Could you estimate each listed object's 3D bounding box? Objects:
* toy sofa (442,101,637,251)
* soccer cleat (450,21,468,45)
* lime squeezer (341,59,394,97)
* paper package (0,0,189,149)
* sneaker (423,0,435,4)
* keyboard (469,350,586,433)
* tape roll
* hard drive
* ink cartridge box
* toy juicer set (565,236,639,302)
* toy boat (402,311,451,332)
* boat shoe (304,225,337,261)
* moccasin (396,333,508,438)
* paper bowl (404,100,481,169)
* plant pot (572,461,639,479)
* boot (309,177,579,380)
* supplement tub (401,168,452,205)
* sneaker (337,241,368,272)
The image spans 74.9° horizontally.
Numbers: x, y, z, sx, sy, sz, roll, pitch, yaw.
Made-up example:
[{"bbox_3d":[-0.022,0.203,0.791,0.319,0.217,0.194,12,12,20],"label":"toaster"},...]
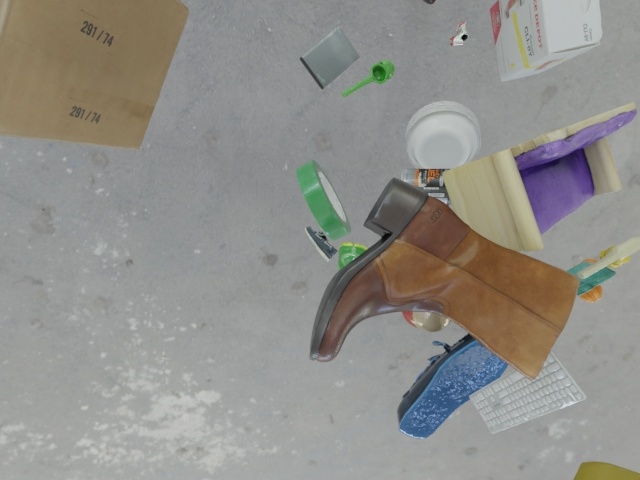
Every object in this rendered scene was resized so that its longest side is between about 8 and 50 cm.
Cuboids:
[{"bbox_3d":[0.388,-0.104,0.686,0.362,0.177,0.150,-23,95,-36],"label":"toy sofa"},{"bbox_3d":[0.339,-0.492,0.997,0.083,0.035,0.029,-56,147,-24],"label":"soccer cleat"},{"bbox_3d":[0.152,-0.476,1.198,0.109,0.310,0.059,-4,117,25],"label":"lime squeezer"},{"bbox_3d":[-0.414,-0.318,0.666,0.168,0.325,0.310,32,107,10],"label":"paper package"},{"bbox_3d":[0.254,-0.646,0.942,0.106,0.281,0.163,-33,85,9],"label":"sneaker"},{"bbox_3d":[0.311,0.247,0.659,0.014,0.072,0.256,-23,153,-23],"label":"keyboard"},{"bbox_3d":[0.015,-0.157,1.636,0.077,0.321,0.321,-27,123,12],"label":"tape roll"},{"bbox_3d":[0.024,-0.467,1.068,0.135,0.022,0.094,-44,109,-12],"label":"hard drive"},{"bbox_3d":[0.721,-0.718,1.376,0.160,0.385,0.279,-11,99,4],"label":"ink cartridge box"},{"bbox_3d":[0.646,0.083,0.969,0.209,0.090,0.329,-29,162,2],"label":"toy juicer set"},{"bbox_3d":[0.252,0.106,0.977,0.231,0.151,0.151,-28,124,-44],"label":"toy boat"},{"bbox_3d":[0.000,0.000,2.006,0.079,0.254,0.095,-39,129,1],"label":"boat shoe"},{"bbox_3d":[0.275,0.295,0.934,0.137,0.117,0.342,36,112,-11],"label":"moccasin"},{"bbox_3d":[0.466,-0.374,1.604,0.284,0.148,0.284,8,134,8],"label":"paper bowl"},{"bbox_3d":[0.423,0.379,0.615,0.081,0.083,0.082,-43,118,-24],"label":"plant pot"},{"bbox_3d":[0.151,0.096,0.541,0.280,0.096,0.264,31,84,-2],"label":"boot"},{"bbox_3d":[0.350,-0.167,1.306,0.190,0.117,0.117,2,124,15],"label":"supplement tub"},{"bbox_3d":[0.099,0.122,1.349,0.109,0.124,0.296,6,136,4],"label":"sneaker"}]
